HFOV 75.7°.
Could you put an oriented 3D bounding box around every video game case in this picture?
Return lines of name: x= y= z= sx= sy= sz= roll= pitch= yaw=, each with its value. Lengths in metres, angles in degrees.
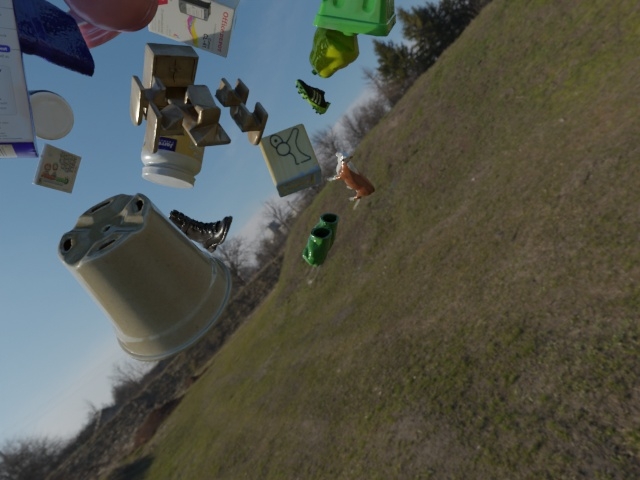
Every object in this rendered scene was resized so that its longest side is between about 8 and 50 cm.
video game case: x=-0.928 y=-0.251 z=1.458 sx=0.157 sy=0.019 sz=0.144 roll=26 pitch=-102 yaw=-78

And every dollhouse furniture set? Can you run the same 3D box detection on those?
dollhouse furniture set: x=-0.445 y=-0.424 z=1.371 sx=0.361 sy=0.394 sz=0.257 roll=-16 pitch=-30 yaw=-38

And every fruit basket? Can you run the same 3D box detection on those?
fruit basket: x=0.108 y=-0.737 z=1.437 sx=0.392 sy=0.282 sz=0.393 roll=13 pitch=-90 yaw=-82

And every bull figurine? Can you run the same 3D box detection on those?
bull figurine: x=0.160 y=-0.346 z=2.252 sx=0.188 sy=0.310 sz=0.101 roll=-20 pitch=35 yaw=48

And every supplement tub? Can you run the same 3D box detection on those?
supplement tub: x=-0.596 y=-0.401 z=1.694 sx=0.241 sy=0.240 sz=0.332 roll=142 pitch=136 yaw=-80
supplement tub: x=-1.184 y=-0.517 z=1.700 sx=0.315 sy=0.194 sz=0.194 roll=13 pitch=45 yaw=35

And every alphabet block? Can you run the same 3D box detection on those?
alphabet block: x=-0.116 y=-0.307 z=1.616 sx=0.192 sy=0.197 sz=0.193 roll=-20 pitch=-8 yaw=-4

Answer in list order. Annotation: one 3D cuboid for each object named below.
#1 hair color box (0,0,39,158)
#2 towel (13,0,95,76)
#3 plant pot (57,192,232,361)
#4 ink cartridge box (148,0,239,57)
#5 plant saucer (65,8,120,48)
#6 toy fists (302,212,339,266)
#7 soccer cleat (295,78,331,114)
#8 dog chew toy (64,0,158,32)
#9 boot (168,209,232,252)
hair color box: x=-0.677 y=-0.331 z=0.789 sx=0.185 sy=0.340 sz=0.110 roll=-9 pitch=-2 yaw=-31
towel: x=-0.810 y=-0.597 z=1.158 sx=0.076 sy=0.228 sz=0.308 roll=-26 pitch=-5 yaw=19
plant pot: x=-0.430 y=0.068 z=0.994 sx=0.334 sy=0.333 sz=0.306 roll=-47 pitch=-42 yaw=-23
ink cartridge box: x=-0.475 y=-0.862 z=1.548 sx=0.226 sy=0.305 sz=0.131 roll=126 pitch=155 yaw=-55
plant saucer: x=-0.958 y=-0.937 z=1.742 sx=0.332 sy=0.332 sz=0.084 roll=-47 pitch=-32 yaw=-15
toy fists: x=0.000 y=0.000 z=1.604 sx=0.279 sy=0.096 sz=0.143 roll=-63 pitch=-16 yaw=-63
soccer cleat: x=-0.027 y=-0.546 z=1.534 sx=0.072 sy=0.060 sz=0.179 roll=-53 pitch=-43 yaw=-1
dog chew toy: x=-0.489 y=-0.605 z=0.992 sx=0.207 sy=0.206 sz=0.332 roll=-46 pitch=18 yaw=7
boot: x=-0.496 y=-0.058 z=1.653 sx=0.263 sy=0.228 sz=0.091 roll=-41 pitch=28 yaw=41
